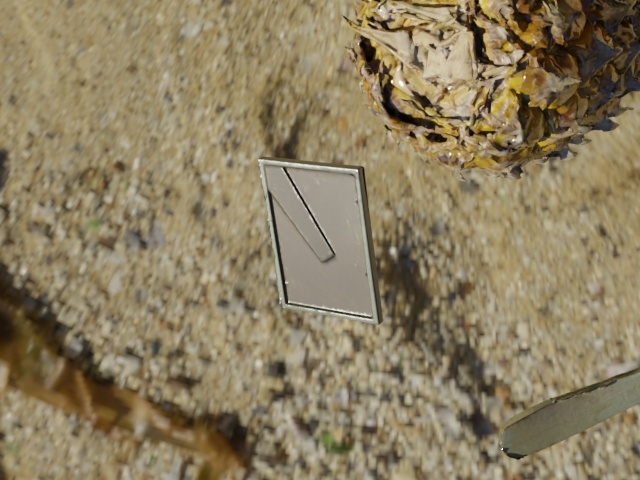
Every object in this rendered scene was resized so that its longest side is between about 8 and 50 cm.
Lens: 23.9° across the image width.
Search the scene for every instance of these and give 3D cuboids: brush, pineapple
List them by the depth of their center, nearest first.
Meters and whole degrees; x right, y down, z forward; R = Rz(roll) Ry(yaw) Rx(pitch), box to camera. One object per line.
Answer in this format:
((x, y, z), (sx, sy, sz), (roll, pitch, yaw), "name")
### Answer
((0.323, 0.133, 1.471), (0.336, 0.020, 0.085), (-21, 112, -10), "brush")
((0.199, -0.243, 1.699), (0.352, 0.300, 0.352), (13, 114, 32), "pineapple")

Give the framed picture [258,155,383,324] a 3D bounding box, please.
((0.000, 0.000, 1.335), (0.109, 0.011, 0.149), (8, 117, 33), "framed picture")
